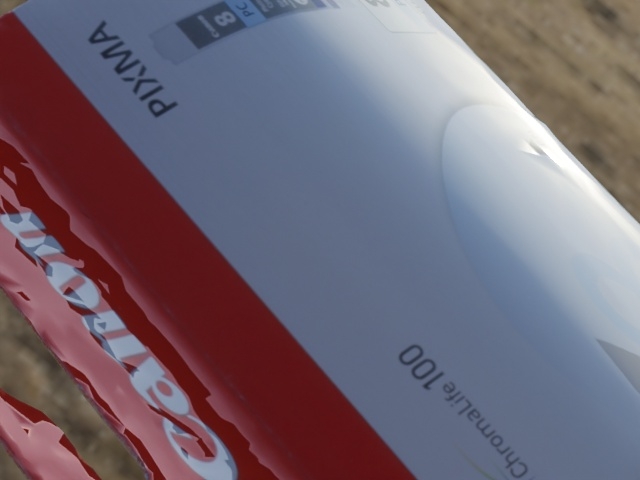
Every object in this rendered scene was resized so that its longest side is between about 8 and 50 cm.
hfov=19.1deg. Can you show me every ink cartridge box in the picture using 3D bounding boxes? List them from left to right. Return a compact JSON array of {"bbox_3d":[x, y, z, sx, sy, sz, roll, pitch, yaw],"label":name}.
[{"bbox_3d":[0.000,0.000,0.737,0.308,0.091,0.385,49,24,16],"label":"ink cartridge box"}]
